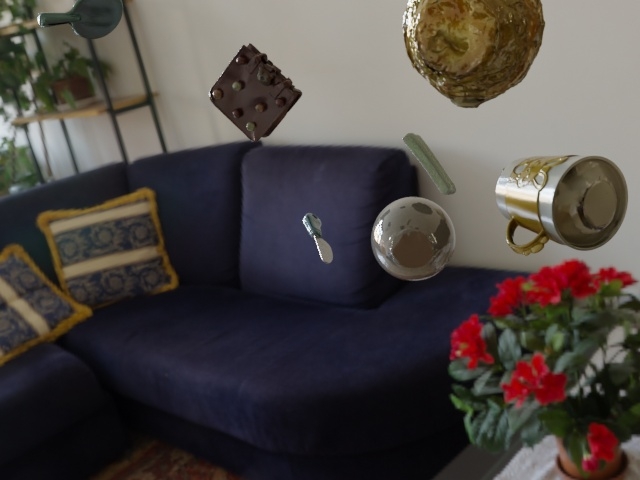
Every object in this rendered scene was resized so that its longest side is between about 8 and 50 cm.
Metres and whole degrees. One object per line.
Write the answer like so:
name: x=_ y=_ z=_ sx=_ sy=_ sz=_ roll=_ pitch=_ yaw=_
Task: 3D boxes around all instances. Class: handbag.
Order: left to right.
handbag: x=-0.181 y=-0.399 z=2.063 sx=0.216 sy=0.203 sz=0.074 roll=-44 pitch=1 yaw=37

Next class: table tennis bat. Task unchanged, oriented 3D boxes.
table tennis bat: x=-0.524 y=-0.494 z=1.665 sx=0.201 sy=0.124 sz=0.033 roll=-22 pitch=57 yaw=-40

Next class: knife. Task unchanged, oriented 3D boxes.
knife: x=0.001 y=0.001 z=1.888 sx=0.032 sy=0.058 sz=0.244 roll=-48 pitch=30 yaw=14

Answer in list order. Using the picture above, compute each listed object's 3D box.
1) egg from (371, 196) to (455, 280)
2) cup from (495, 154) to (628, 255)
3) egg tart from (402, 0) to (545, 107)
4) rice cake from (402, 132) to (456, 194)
egg: x=0.195 y=-0.006 z=1.602 sx=0.176 sy=0.176 sz=0.232 roll=-12 pitch=14 yaw=4
cup: x=0.460 y=-0.068 z=1.528 sx=0.241 sy=0.185 sz=0.226 roll=-46 pitch=24 yaw=-7
egg tart: x=0.316 y=-0.455 z=1.635 sx=0.341 sy=0.340 sz=0.129 roll=-2 pitch=19 yaw=30
rice cake: x=0.332 y=-0.232 z=2.281 sx=0.042 sy=0.221 sz=0.080 roll=-41 pitch=-15 yaw=28
